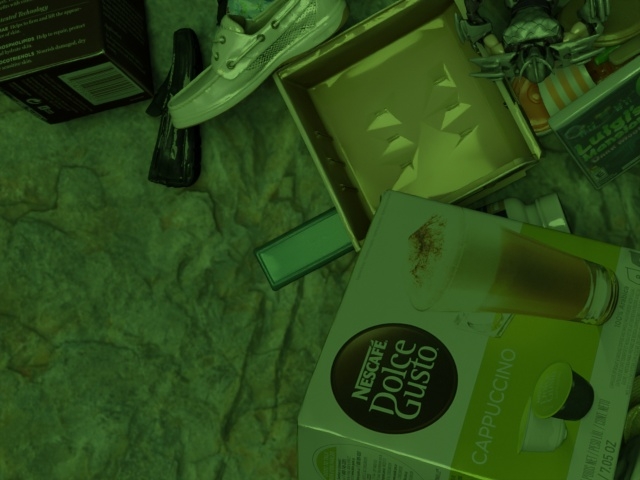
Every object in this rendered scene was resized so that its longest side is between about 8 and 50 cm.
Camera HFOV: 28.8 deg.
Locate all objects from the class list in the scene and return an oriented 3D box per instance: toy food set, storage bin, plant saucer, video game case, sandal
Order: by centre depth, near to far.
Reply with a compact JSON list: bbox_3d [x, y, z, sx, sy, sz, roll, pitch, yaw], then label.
[{"bbox_3d":[0.396,-0.159,1.568,0.190,0.173,0.022,-35,52,12],"label":"video game case"},{"bbox_3d":[0.357,-0.274,1.579,0.132,0.038,0.192,-29,43,-14],"label":"toy food set"},{"bbox_3d":[0.351,-0.233,1.614,0.265,0.076,0.102,-33,85,13],"label":"sandal"},{"bbox_3d":[0.119,-0.158,1.630,0.260,0.123,0.262,-28,80,15],"label":"storage bin"},{"bbox_3d":[0.000,0.000,1.736,0.192,0.018,0.067,-28,87,11],"label":"plant saucer"}]

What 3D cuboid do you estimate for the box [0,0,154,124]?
[{"bbox_3d":[-0.341,-0.292,1.696,0.167,0.168,0.203,-13,72,14],"label":"box"}]

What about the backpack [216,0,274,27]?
[{"bbox_3d":[-0.078,-0.299,1.696,0.114,0.105,0.084,5,102,5],"label":"backpack"}]

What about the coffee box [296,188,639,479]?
[{"bbox_3d":[0.175,0.201,1.478,0.334,0.338,0.337,15,55,11],"label":"coffee box"}]

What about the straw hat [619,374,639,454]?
[{"bbox_3d":[0.418,0.238,1.602,0.144,0.061,0.144,-2,87,40],"label":"straw hat"}]

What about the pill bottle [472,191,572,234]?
[{"bbox_3d":[0.234,0.006,1.634,0.187,0.112,0.112,-20,88,12],"label":"pill bottle"}]

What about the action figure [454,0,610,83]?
[{"bbox_3d":[0.258,-0.297,1.542,0.185,0.099,0.285,-2,52,9],"label":"action figure"}]

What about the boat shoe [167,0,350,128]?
[{"bbox_3d":[-0.098,-0.252,1.611,0.277,0.098,0.096,-36,117,8],"label":"boat shoe"}]

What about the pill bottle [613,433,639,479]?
[{"bbox_3d":[0.491,0.381,1.506,0.319,0.176,0.176,28,98,6],"label":"pill bottle"}]

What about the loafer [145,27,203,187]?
[{"bbox_3d":[-0.206,-0.185,1.742,0.078,0.076,0.223,4,97,5],"label":"loafer"}]
